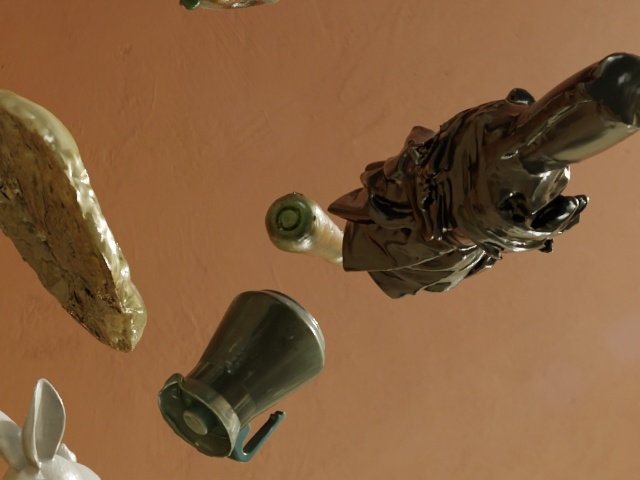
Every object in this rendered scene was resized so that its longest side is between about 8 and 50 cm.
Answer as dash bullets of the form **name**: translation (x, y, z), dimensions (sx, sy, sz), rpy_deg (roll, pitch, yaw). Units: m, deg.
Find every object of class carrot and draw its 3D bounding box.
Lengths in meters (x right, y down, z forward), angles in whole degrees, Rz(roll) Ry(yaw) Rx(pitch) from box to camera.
- **carrot**: translation (0.000, 0.000, 1.320), dimensions (0.078, 0.078, 0.298), rpy_deg (-39, -20, 6)

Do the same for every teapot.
- **teapot**: translation (-0.108, 0.204, 1.402), dimensions (0.225, 0.171, 0.203), rpy_deg (-45, -53, -37)

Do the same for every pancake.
- **pancake**: translation (-0.341, -0.024, 1.241), dimensions (0.082, 0.387, 0.387), rpy_deg (-34, -60, -25)

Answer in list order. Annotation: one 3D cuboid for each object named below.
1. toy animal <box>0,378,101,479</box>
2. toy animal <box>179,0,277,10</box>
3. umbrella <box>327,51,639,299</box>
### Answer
- **toy animal**: translation (-0.266, 0.219, 0.871), dimensions (0.131, 0.127, 0.182), rpy_deg (-21, -26, -6)
- **toy animal**: translation (-0.066, -0.223, 0.709), dimensions (0.108, 0.236, 0.138), rpy_deg (22, -90, 7)
- **umbrella**: translation (0.091, -0.035, 0.555), dimensions (0.118, 0.340, 0.118), rpy_deg (2, -101, -11)
